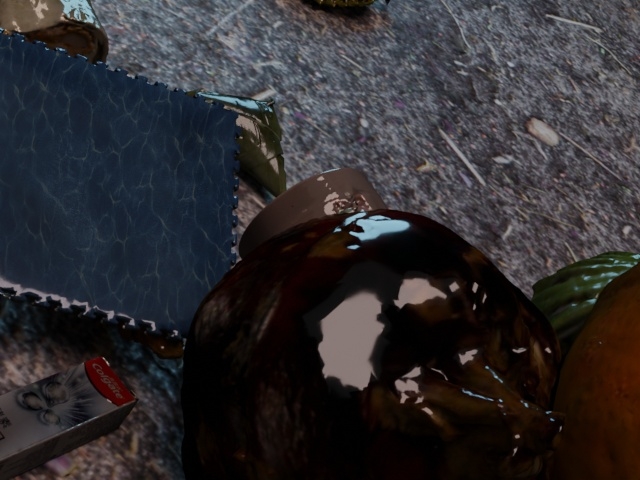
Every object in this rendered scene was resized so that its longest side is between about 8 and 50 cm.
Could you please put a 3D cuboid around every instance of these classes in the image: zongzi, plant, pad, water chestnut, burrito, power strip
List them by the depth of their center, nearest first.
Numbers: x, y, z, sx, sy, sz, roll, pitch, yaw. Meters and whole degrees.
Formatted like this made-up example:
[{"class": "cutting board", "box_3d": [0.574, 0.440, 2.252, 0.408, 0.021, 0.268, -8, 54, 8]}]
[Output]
[{"class": "water chestnut", "box_3d": [0.072, 0.134, 1.097, 0.335, 0.347, 0.335, 9, 76, -40]}, {"class": "pad", "box_3d": [-0.190, -0.047, 1.203, 0.269, 0.012, 0.270, 15, 57, -27]}, {"class": "power strip", "box_3d": [0.000, 0.000, 1.346, 0.154, 0.154, 0.078, -9, 57, -45]}, {"class": "burrito", "box_3d": [-0.318, -0.291, 1.440, 0.143, 0.105, 0.299, 14, 41, -48]}, {"class": "zongzi", "box_3d": [-0.111, -0.102, 1.461, 0.154, 0.062, 0.130, 7, 57, -26]}, {"class": "plant", "box_3d": [0.336, 0.031, 1.463, 0.180, 0.333, 0.251, 24, 48, 8]}]

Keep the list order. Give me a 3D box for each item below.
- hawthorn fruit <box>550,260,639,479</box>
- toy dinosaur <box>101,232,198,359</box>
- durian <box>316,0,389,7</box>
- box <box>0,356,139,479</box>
[{"class": "hawthorn fruit", "box_3d": [0.415, 0.202, 1.233, 0.472, 0.472, 0.472, 22, 38, -19]}, {"class": "toy dinosaur", "box_3d": [-0.203, -0.066, 1.308, 0.208, 0.097, 0.432, -15, 60, -41]}, {"class": "durian", "box_3d": [0.024, -0.415, 1.844, 0.237, 0.138, 0.193, 23, 38, -19]}, {"class": "box", "box_3d": [-0.242, 0.152, 1.074, 0.055, 0.039, 0.218, 47, 37, 17]}]
